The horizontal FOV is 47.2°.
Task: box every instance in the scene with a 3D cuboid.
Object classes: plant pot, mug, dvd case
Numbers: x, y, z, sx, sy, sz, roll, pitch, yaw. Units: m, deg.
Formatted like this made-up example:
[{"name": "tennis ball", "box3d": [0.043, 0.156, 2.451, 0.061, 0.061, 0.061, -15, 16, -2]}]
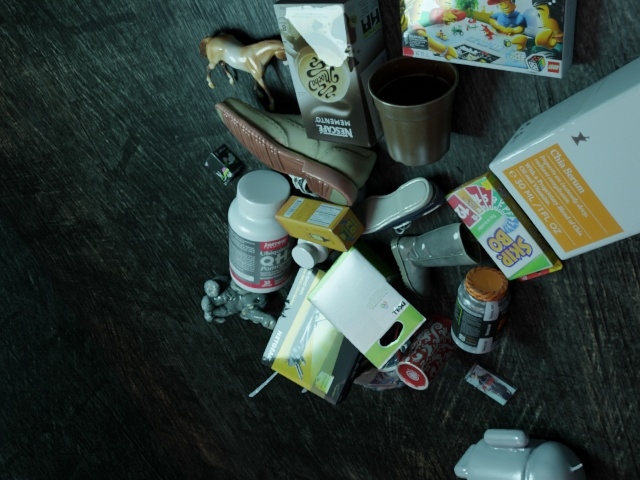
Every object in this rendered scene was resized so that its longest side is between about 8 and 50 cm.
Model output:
[{"name": "plant pot", "box3d": [0.185, -0.244, 1.409, 0.167, 0.167, 0.165, 20, 145, 29]}, {"name": "mug", "box3d": [0.254, 0.279, 1.823, 0.150, 0.169, 0.113, 0, 126, 42]}, {"name": "dvd case", "box3d": [0.433, 0.364, 1.868, 0.119, 0.013, 0.087, 34, 142, 14]}]

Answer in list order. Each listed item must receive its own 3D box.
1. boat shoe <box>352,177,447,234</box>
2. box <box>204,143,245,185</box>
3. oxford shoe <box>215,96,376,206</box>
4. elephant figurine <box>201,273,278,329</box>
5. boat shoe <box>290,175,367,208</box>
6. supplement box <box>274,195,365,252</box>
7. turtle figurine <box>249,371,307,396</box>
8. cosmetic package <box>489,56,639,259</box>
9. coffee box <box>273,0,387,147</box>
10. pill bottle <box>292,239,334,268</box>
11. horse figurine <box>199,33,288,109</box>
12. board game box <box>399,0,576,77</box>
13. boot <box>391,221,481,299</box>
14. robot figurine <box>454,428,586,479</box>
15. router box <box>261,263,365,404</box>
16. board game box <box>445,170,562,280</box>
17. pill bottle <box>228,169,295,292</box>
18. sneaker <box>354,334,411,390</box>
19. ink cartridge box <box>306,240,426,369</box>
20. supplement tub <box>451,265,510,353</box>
[{"name": "boat shoe", "box3d": [0.167, -0.068, 1.632, 0.079, 0.095, 0.255, 18, 146, -39]}, {"name": "box", "box3d": [-0.254, -0.199, 1.933, 0.083, 0.052, 0.062, 46, 142, -1]}, {"name": "oxford shoe", "box3d": [-0.057, -0.230, 1.660, 0.397, 0.146, 0.140, 33, 168, 11]}, {"name": "elephant figurine", "box3d": [-0.221, 0.179, 2.196, 0.240, 0.185, 0.169, 1, 167, 12]}, {"name": "boat shoe", "box3d": [-0.022, -0.151, 1.734, 0.268, 0.088, 0.096, 33, 142, 14]}, {"name": "supplement box", "box3d": [-0.005, -0.041, 1.693, 0.233, 0.080, 0.078, 19, 154, 53]}, {"name": "turtle figurine", "box3d": [-0.029, 0.341, 2.120, 0.198, 0.274, 0.266, 33, 145, -33]}, {"name": "cosmetic package", "box3d": [0.524, -0.157, 1.163, 0.230, 0.161, 0.453, 50, 142, -8]}, {"name": "coffee box", "box3d": [0.036, -0.350, 1.464, 0.168, 0.119, 0.297, 12, 133, 34]}, {"name": "pill bottle", "box3d": [0.000, 0.000, 1.805, 0.086, 0.152, 0.086, 25, 139, 23]}, {"name": "horse figurine", "box3d": [-0.185, -0.405, 1.664, 0.263, 0.066, 0.174, 25, 145, 20]}, {"name": "board game box", "box3d": [0.278, -0.395, 1.251, 0.305, 0.053, 0.192, 17, 135, 31]}, {"name": "boot", "box3d": [0.278, 0.050, 1.675, 0.209, 0.076, 0.189, -11, 119, 40]}, {"name": "robot figurine", "box3d": [0.518, 0.605, 1.863, 0.354, 0.200, 0.299, -9, 115, 47]}, {"name": "router box", "box3d": [0.010, 0.241, 1.943, 0.243, 0.081, 0.308, 25, 99, 21]}, {"name": "board game box", "box3d": [0.384, -0.019, 1.533, 0.259, 0.039, 0.124, 48, 144, -10]}, {"name": "pill bottle", "box3d": [-0.151, -0.024, 1.903, 0.176, 0.176, 0.318, 29, 141, 20]}, {"name": "sneaker", "box3d": [0.201, 0.347, 2.018, 0.122, 0.110, 0.283, 32, 148, -13]}, {"name": "ink cartridge box", "box3d": [0.122, 0.157, 1.790, 0.255, 0.097, 0.188, 45, 112, 14]}, {"name": "supplement tub", "box3d": [0.362, 0.156, 1.649, 0.117, 0.117, 0.190, 25, 140, 24]}]
